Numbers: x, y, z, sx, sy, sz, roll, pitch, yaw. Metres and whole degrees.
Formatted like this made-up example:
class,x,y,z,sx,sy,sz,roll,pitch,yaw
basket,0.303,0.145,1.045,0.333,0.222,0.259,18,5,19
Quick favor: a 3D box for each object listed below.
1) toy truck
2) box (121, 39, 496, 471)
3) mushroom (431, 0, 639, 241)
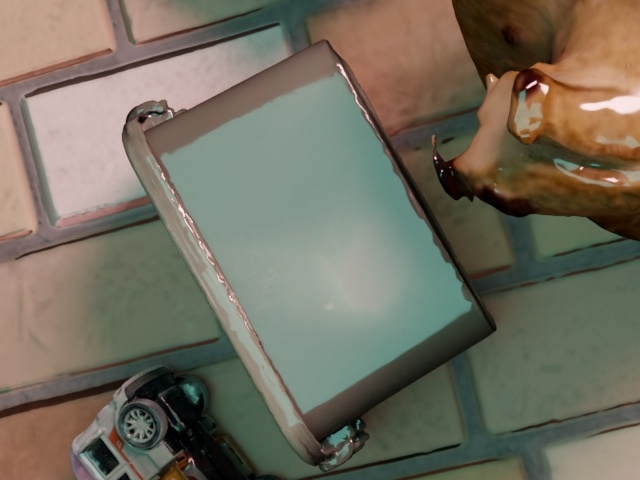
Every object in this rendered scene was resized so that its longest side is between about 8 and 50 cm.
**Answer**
class,x,y,z,sx,sy,sz,roll,pitch,yaw
toy truck,-0.089,0.177,1.195,0.115,0.080,0.178,-40,84,24
box,0.000,0.000,1.123,0.135,0.163,0.243,-31,84,6
mushroom,0.220,-0.096,0.962,0.345,0.345,0.259,-9,53,16
